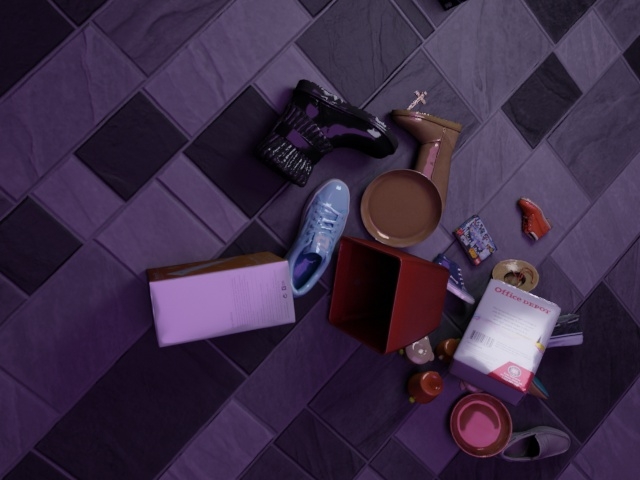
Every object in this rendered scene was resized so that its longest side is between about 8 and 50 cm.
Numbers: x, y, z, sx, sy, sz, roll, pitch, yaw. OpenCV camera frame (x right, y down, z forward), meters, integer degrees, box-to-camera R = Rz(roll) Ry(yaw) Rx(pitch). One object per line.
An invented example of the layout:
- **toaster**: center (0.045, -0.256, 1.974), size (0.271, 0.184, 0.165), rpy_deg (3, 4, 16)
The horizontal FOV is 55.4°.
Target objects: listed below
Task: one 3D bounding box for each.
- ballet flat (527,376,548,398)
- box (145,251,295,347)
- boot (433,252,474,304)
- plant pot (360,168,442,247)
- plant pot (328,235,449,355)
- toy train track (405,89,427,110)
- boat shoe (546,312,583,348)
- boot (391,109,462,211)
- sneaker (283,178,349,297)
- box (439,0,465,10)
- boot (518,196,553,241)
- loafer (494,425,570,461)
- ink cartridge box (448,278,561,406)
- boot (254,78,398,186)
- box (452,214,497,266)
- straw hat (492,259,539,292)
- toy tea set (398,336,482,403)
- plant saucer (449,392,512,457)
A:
- **ballet flat**: center (0.664, 0.449, 2.018), size (0.073, 0.080, 0.232), rpy_deg (-35, 105, 17)
- **box**: center (-0.266, 0.143, 1.591), size (0.346, 0.215, 0.168), rpy_deg (-9, 98, -18)
- **boot**: center (0.420, 0.121, 1.890), size (0.190, 0.069, 0.086), rpy_deg (34, 88, -17)
- **plant pot**: center (0.236, -0.096, 1.785), size (0.237, 0.032, 0.236), rpy_deg (2, 108, 6)
- **plant pot**: center (0.208, 0.143, 1.726), size (0.236, 0.267, 0.267), rpy_deg (0, 103, -35)
- **toy train track**: center (0.288, -0.415, 1.818), size (0.083, 0.014, 0.048), rpy_deg (-44, 107, -9)
- **boat shoe**: center (0.714, 0.289, 1.996), size (0.336, 0.121, 0.119), rpy_deg (0, 86, -27)
- **boot**: center (0.293, -0.236, 1.802), size (0.236, 0.089, 0.269), rpy_deg (12, 96, -13)
- **sneaker**: center (0.000, 0.000, 1.696), size (0.135, 0.150, 0.365), rpy_deg (23, 88, -20)
- **box**: center (0.385, -0.753, 1.724), size (0.077, 0.180, 0.147), rpy_deg (-44, 108, -11)
- **boot**: center (0.676, -0.069, 1.963), size (0.084, 0.059, 0.158), rpy_deg (-44, 108, -4)
- **loafer**: center (0.701, 0.684, 2.023), size (0.320, 0.111, 0.111), rpy_deg (1, 96, -18)
- **ink cartridge box**: center (0.550, 0.300, 1.823), size (0.226, 0.131, 0.306), rpy_deg (25, 60, 19)
- **boot**: center (0.018, -0.249, 1.682), size (0.348, 0.131, 0.260), rpy_deg (28, 80, -8)
- **box**: center (0.488, 0.000, 1.922), size (0.094, 0.027, 0.137), rpy_deg (-37, 106, -10)
- **straw hat**: center (0.622, 0.132, 1.961), size (0.145, 0.144, 0.061), rpy_deg (-25, 145, -14)
- **toy tea set**: center (0.403, 0.400, 1.915), size (0.337, 0.124, 0.199), rpy_deg (-1, 67, -15)
- **plant saucer**: center (0.511, 0.590, 1.956), size (0.200, 0.037, 0.199), rpy_deg (0, 75, -2)
